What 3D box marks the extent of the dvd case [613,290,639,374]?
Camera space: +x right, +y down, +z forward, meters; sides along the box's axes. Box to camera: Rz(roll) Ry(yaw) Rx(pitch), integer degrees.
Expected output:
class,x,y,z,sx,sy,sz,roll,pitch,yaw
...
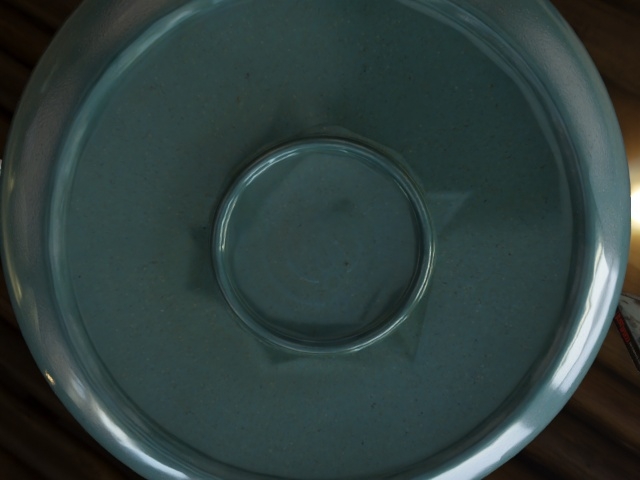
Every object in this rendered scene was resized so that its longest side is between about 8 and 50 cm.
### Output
class,x,y,z,sx,sy,sz,roll,pitch,yaw
dvd case,0.276,0.088,0.628,0.087,0.119,0.013,17,-58,-14

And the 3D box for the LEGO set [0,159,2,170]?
class,x,y,z,sx,sy,sz,roll,pitch,yaw
LEGO set,-0.193,-0.046,0.812,0.182,0.244,0.060,-20,-129,33

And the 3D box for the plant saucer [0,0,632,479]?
class,x,y,z,sx,sy,sz,roll,pitch,yaw
plant saucer,0.000,0.000,0.385,0.318,0.043,0.317,0,-80,-2
